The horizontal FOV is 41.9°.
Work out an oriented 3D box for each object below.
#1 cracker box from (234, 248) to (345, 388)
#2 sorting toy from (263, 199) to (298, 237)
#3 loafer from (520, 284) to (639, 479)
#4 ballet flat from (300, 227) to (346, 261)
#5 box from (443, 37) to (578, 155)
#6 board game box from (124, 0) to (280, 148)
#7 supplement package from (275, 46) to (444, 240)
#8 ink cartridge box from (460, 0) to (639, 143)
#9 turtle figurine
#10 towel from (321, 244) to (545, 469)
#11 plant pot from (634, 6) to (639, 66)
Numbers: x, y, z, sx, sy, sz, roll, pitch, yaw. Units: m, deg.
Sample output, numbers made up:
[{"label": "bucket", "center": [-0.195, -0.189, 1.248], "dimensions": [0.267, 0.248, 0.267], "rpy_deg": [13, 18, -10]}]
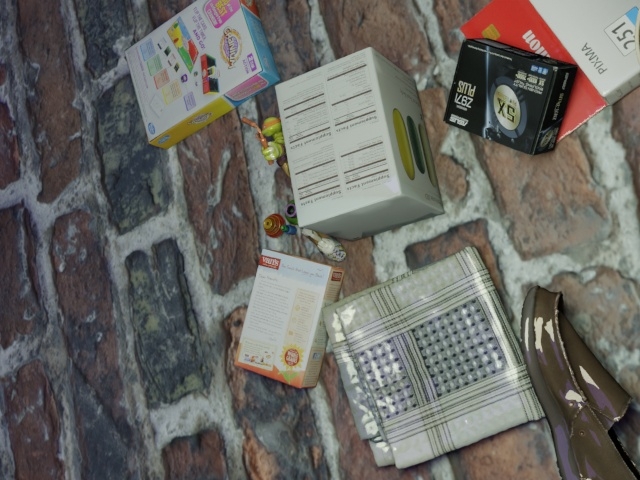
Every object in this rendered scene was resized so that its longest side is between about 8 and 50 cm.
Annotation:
[{"label": "cracker box", "center": [-0.058, 0.145, 1.579], "dimensions": [0.155, 0.067, 0.232], "rpy_deg": [15, 91, 29]}, {"label": "sorting toy", "center": [-0.073, -0.040, 1.628], "dimensions": [0.102, 0.042, 0.061], "rpy_deg": [-37, 67, 20]}, {"label": "loafer", "center": [0.406, 0.238, 1.271], "dimensions": [0.130, 0.133, 0.366], "rpy_deg": [-19, 84, 22]}, {"label": "ballet flat", "center": [0.000, 0.000, 1.582], "dimensions": [0.114, 0.041, 0.041], "rpy_deg": [43, 104, 27]}, {"label": "box", "center": [0.310, -0.241, 1.381], "dimensions": [0.180, 0.077, 0.148], "rpy_deg": [29, 120, 34]}, {"label": "board game box", "center": [-0.258, -0.373, 1.772], "dimensions": [0.316, 0.064, 0.242], "rpy_deg": [-26, 71, 25]}, {"label": "supplement package", "center": [0.070, -0.159, 1.471], "dimensions": [0.198, 0.199, 0.263], "rpy_deg": [-17, 75, 26]}, {"label": "ink cartridge box", "center": [0.397, -0.343, 1.387], "dimensions": [0.261, 0.066, 0.296], "rpy_deg": [-37, 66, 20]}, {"label": "turtle figurine", "center": [-0.053, -0.147, 1.563], "dimensions": [0.087, 0.269, 0.217], "rpy_deg": [-28, 95, 3]}, {"label": "towel", "center": [0.176, 0.205, 1.419], "dimensions": [0.324, 0.056, 0.312], "rpy_deg": [-26, 77, 23]}, {"label": "plant pot", "center": [0.586, -0.252, 1.141], "dimensions": [0.256, 0.274, 0.257], "rpy_deg": [-4, 81, 29]}]
